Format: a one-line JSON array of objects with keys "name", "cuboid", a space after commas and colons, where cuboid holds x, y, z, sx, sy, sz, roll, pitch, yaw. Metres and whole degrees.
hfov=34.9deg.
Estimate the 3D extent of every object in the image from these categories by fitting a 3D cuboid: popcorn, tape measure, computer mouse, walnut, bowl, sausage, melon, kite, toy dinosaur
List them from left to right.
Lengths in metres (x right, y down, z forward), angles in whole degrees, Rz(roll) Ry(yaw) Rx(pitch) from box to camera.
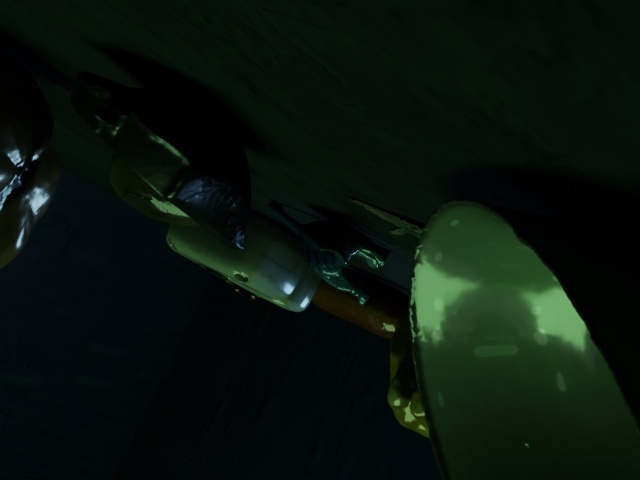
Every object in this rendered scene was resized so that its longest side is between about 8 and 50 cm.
[{"name": "walnut", "cuboid": [-0.470, -0.113, 1.128, 0.344, 0.306, 0.306, 21, 174, 19]}, {"name": "melon", "cuboid": [-0.167, -0.068, 1.179, 0.162, 0.099, 0.099, 21, 174, 10]}, {"name": "computer mouse", "cuboid": [-0.126, -0.081, 0.920, 0.147, 0.088, 0.264, 41, -179, 19]}, {"name": "tape measure", "cuboid": [-0.137, 0.020, 1.742, 0.258, 0.130, 0.265, 24, 175, 38]}, {"name": "toy dinosaur", "cuboid": [0.022, 0.014, 1.242, 0.144, 0.076, 0.329, 34, -177, -17]}, {"name": "sausage", "cuboid": [0.073, 0.104, 1.777, 0.238, 0.098, 0.098, 21, 173, 30]}, {"name": "kite", "cuboid": [0.083, -0.013, 1.040, 0.137, 0.005, 0.152, 29, 174, -13]}, {"name": "popcorn", "cuboid": [0.178, 0.153, 1.274, 0.190, 0.191, 0.253, 38, -170, 28]}, {"name": "bowl", "cuboid": [0.195, 0.118, 0.690, 0.158, 0.337, 0.337, -14, -175, -15]}]
